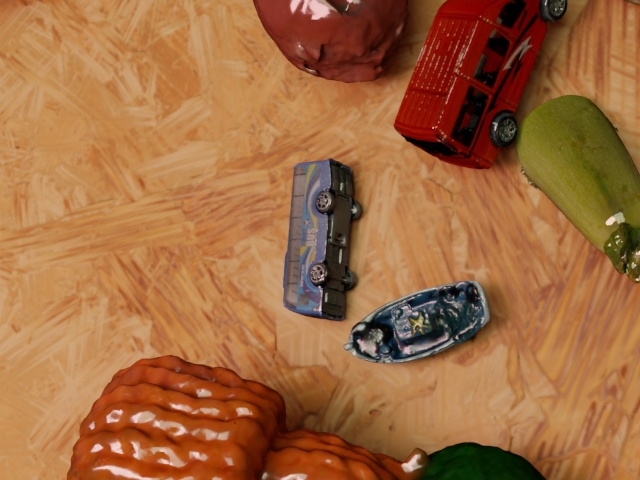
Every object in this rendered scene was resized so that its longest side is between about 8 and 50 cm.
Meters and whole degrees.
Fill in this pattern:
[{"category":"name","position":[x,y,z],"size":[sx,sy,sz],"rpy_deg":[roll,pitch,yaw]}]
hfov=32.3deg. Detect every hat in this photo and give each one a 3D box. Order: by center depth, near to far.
[{"category":"hat","position":[-0.014,0.258,0.949],"size":[0.400,0.285,0.285],"rpy_deg":[8,82,-3]}]

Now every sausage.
[{"category":"sausage","position":[0.001,-0.284,1.061],"size":[0.152,0.152,0.280],"rpy_deg":[-18,75,19]}]

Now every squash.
[{"category":"squash","position":[0.243,-0.033,0.951],"size":[0.090,0.075,0.200],"rpy_deg":[-19,49,-1]}]

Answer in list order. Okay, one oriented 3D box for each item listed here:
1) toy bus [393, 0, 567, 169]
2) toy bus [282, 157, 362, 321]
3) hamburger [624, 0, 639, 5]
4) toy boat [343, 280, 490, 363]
[{"category":"toy bus","position":[0.143,-0.167,0.996],"size":[0.081,0.089,0.195],"rpy_deg":[20,87,50]},{"category":"toy bus","position":[0.000,0.000,1.058],"size":[0.061,0.051,0.153],"rpy_deg":[-1,79,35]},{"category":"hamburger","position":[0.304,-0.280,0.929],"size":[0.184,0.159,0.131],"rpy_deg":[9,79,43]},{"category":"toy boat","position":[0.087,0.076,0.999],"size":[0.137,0.061,0.060],"rpy_deg":[-20,73,19]}]
